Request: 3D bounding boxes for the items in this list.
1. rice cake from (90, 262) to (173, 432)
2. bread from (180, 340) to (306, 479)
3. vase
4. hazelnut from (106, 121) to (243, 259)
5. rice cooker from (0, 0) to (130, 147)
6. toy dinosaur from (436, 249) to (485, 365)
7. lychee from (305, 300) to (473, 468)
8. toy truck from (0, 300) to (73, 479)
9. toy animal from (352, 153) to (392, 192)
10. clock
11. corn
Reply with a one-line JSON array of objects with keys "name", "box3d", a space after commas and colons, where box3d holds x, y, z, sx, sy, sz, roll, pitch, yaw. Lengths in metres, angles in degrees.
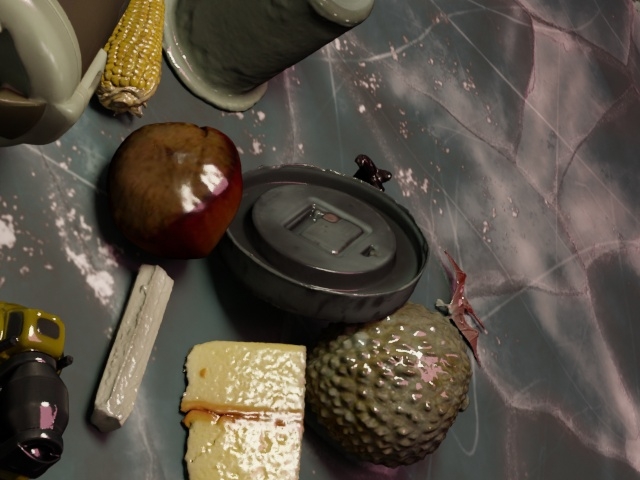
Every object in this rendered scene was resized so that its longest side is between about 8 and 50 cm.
[{"name": "rice cake", "box3d": [-0.254, 0.140, 1.852, 0.052, 0.057, 0.256, 27, 51, -16]}, {"name": "bread", "box3d": [-0.118, 0.263, 1.968, 0.178, 0.135, 0.240, 7, 62, -10]}, {"name": "vase", "box3d": [-0.069, -0.357, 2.131, 0.245, 0.291, 0.245, 26, 54, -42]}, {"name": "hazelnut", "box3d": [-0.200, -0.065, 1.936, 0.208, 0.208, 0.208, 25, 54, -40]}, {"name": "rice cooker", "box3d": [-0.409, -0.292, 1.680, 0.335, 0.335, 0.325, 44, 43, -25]}, {"name": "toy dinosaur", "box3d": [0.248, 0.123, 2.452, 0.108, 0.032, 0.220, -17, 95, -55]}, {"name": "lychee", "box3d": [0.103, 0.214, 2.084, 0.274, 0.255, 0.255, 12, 59, -12]}, {"name": "toy truck", "box3d": [-0.356, 0.172, 1.630, 0.147, 0.165, 0.224, 27, 52, -37]}, {"name": "toy animal", "box3d": [0.044, -0.026, 2.251, 0.117, 0.121, 0.210, 18, 63, -20]}, {"name": "clock", "box3d": [0.000, 0.000, 2.062, 0.325, 0.067, 0.325, 12, 34, -8]}, {"name": "corn", "box3d": [-0.274, -0.317, 2.026, 0.106, 0.106, 0.293, 28, 53, -38]}]
